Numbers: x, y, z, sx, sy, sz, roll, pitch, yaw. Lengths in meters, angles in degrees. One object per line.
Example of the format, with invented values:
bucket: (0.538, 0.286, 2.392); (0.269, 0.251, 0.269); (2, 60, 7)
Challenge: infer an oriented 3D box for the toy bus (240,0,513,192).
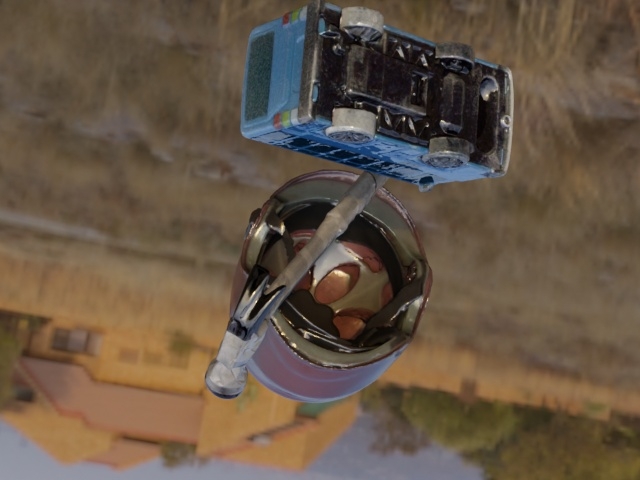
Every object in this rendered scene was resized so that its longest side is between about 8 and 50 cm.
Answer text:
toy bus: (0.053, -0.123, 1.122); (0.234, 0.116, 0.133); (13, 166, -37)

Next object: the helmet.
helmet: (0.001, 0.082, 1.739); (0.271, 0.338, 0.197); (20, 134, -9)

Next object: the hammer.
hammer: (0.001, 0.000, 1.391); (0.044, 0.427, 0.152); (30, 132, 9)
